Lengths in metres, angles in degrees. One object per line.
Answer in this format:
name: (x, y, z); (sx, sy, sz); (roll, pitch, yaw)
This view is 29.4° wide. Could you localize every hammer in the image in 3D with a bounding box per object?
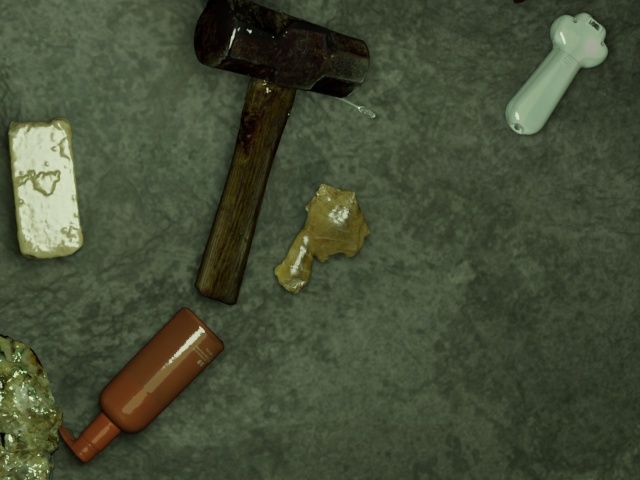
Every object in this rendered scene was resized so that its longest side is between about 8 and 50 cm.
hammer: (-0.096, -0.109, 1.628); (0.242, 0.095, 0.409); (6, 108, -42)

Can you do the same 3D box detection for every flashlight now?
flashlight: (0.338, -0.239, 1.773); (0.093, 0.047, 0.200); (36, 87, -12)

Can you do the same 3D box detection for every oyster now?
oyster: (-0.435, 0.241, 1.577); (0.198, 0.092, 0.260); (-19, 106, -19)

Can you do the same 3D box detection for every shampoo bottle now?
shampoo bottle: (-0.239, 0.199, 1.636); (0.244, 0.085, 0.085); (-43, 101, -7)

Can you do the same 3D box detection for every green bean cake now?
green bean cake: (-0.356, -0.067, 1.581); (0.085, 0.109, 0.179); (-6, 94, -13)

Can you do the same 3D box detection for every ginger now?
ginger: (0.008, 0.003, 1.696); (0.096, 0.067, 0.165); (28, 99, -13)

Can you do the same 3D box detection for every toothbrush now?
toothbrush: (0.006, -0.212, 1.710); (0.167, 0.014, 0.011); (27, 95, -13)

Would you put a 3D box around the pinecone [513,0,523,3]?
pinecone: (0.271, -0.440, 1.673); (0.229, 0.201, 0.203); (46, 55, -45)
